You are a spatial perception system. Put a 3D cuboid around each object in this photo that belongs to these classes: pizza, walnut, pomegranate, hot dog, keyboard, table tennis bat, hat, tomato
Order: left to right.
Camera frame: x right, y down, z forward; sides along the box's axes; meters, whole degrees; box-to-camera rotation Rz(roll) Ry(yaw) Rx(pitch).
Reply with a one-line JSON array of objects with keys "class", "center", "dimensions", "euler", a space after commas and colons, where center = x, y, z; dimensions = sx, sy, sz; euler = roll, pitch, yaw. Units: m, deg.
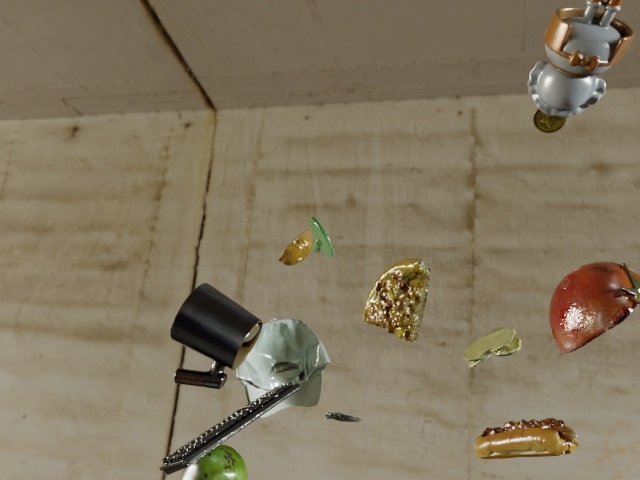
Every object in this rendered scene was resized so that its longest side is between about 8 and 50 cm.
[{"class": "pomegranate", "center": [-0.232, 0.516, 1.202], "dimensions": [0.143, 0.123, 0.169], "euler": [-25, 6, -26]}, {"class": "keyboard", "center": [-0.130, 0.275, 0.824], "dimensions": [0.230, 0.025, 0.093], "euler": [-22, -9, -47]}, {"class": "hat", "center": [-0.108, 0.382, 1.617], "dimensions": [0.257, 0.168, 0.302], "euler": [-7, -54, -6]}, {"class": "walnut", "center": [-0.057, 0.028, 1.494], "dimensions": [0.052, 0.121, 0.091], "euler": [43, -17, 7]}, {"class": "table tennis bat", "center": [0.000, 0.000, 1.990], "dimensions": [0.039, 0.161, 0.257], "euler": [-28, -10, -12]}, {"class": "pizza", "center": [0.231, 0.171, 1.781], "dimensions": [0.087, 0.258, 0.268], "euler": [10, 2, -29]}, {"class": "hot dog", "center": [0.435, 0.420, 1.169], "dimensions": [0.102, 0.076, 0.249], "euler": [11, -26, -33]}, {"class": "tomato", "center": [0.751, 0.167, 1.556], "dimensions": [0.308, 0.170, 0.309], "euler": [-35, -16, -11]}]

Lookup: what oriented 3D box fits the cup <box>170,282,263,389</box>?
[{"class": "cup", "center": [-0.269, 0.252, 1.396], "dimensions": [0.176, 0.240, 0.166], "euler": [28, 19, 10]}]

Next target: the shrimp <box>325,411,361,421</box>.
[{"class": "shrimp", "center": [0.097, 0.715, 2.231], "dimensions": [0.160, 0.034, 0.091], "euler": [16, -27, -25]}]

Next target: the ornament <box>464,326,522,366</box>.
[{"class": "ornament", "center": [0.602, 0.356, 1.921], "dimensions": [0.201, 0.059, 0.180], "euler": [-32, 10, 35]}]

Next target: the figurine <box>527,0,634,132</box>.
[{"class": "figurine", "center": [0.457, -0.316, 0.986], "dimensions": [0.143, 0.272, 0.143], "euler": [11, 26, -6]}]
